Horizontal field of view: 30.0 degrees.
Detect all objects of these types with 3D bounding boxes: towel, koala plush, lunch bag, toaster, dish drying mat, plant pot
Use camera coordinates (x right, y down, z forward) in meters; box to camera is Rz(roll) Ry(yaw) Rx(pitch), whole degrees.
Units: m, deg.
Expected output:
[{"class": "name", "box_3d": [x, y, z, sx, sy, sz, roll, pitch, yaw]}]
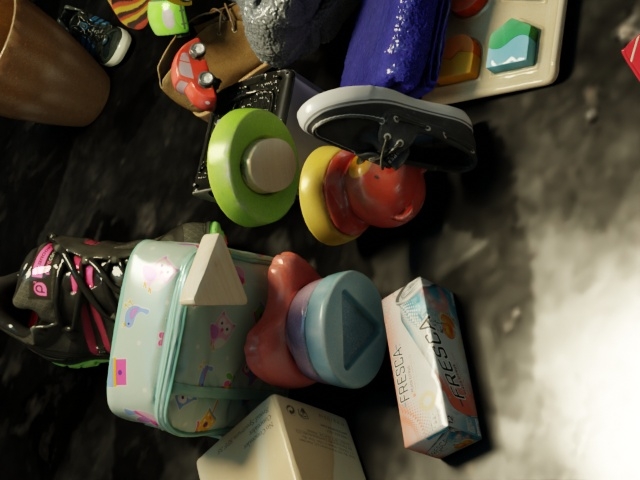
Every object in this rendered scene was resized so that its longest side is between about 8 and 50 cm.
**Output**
[{"class": "towel", "box_3d": [0.108, -0.298, 1.472, 0.227, 0.076, 0.308, 151, 135, -71]}, {"class": "koala plush", "box_3d": [-0.082, -0.355, 1.580, 0.221, 0.196, 0.203, 32, 85, 22]}, {"class": "lunch bag", "box_3d": [-0.121, 0.121, 1.375, 0.108, 0.279, 0.224, 6, 85, 29]}, {"class": "toaster", "box_3d": [-0.073, -0.134, 1.586, 0.168, 0.110, 0.185, -9, 64, 46]}, {"class": "dish drying mat", "box_3d": [0.337, -0.178, 1.226, 0.032, 0.008, 0.083, -42, 44, 25]}, {"class": "plant pot", "box_3d": [-0.483, -0.288, 2.038, 0.215, 0.230, 0.215, -24, 54, 39]}]

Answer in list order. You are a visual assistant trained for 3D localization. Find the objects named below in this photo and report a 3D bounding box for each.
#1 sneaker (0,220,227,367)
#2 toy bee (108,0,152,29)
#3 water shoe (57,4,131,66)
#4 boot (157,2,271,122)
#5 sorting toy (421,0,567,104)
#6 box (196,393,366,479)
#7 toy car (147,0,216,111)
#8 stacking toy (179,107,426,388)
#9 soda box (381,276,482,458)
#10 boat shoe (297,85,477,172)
[{"class": "sneaker", "box_3d": [-0.311, 0.079, 1.668, 0.483, 0.202, 0.185, -20, 57, 41]}, {"class": "toy bee", "box_3d": [-0.295, -0.515, 2.004, 0.195, 0.162, 0.298, 23, 88, 53]}, {"class": "water shoe", "box_3d": [-0.406, -0.363, 2.110, 0.203, 0.080, 0.073, 32, 96, 51]}, {"class": "boot", "box_3d": [-0.115, -0.305, 1.724, 0.305, 0.115, 0.112, -45, 39, 20]}, {"class": "sorting toy", "box_3d": [0.201, -0.258, 1.399, 0.208, 0.038, 0.193, -9, 64, 46]}, {"class": "box", "box_3d": [-0.017, 0.336, 1.262, 0.148, 0.121, 0.311, -44, 43, 23]}, {"class": "toy car", "box_3d": [-0.201, -0.299, 1.626, 0.225, 0.053, 0.239, -137, 35, -69]}, {"class": "stacking toy", "box_3d": [0.000, 0.000, 1.313, 0.130, 0.279, 0.309, -4, 66, 36]}, {"class": "soda box", "box_3d": [0.116, 0.135, 1.269, 0.063, 0.058, 0.183, -34, 48, 33]}, {"class": "boat shoe", "box_3d": [0.082, -0.110, 1.315, 0.080, 0.228, 0.076, -45, 51, 40]}]
